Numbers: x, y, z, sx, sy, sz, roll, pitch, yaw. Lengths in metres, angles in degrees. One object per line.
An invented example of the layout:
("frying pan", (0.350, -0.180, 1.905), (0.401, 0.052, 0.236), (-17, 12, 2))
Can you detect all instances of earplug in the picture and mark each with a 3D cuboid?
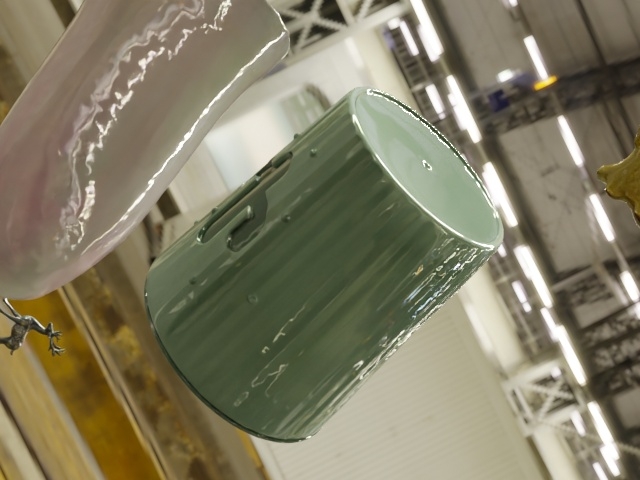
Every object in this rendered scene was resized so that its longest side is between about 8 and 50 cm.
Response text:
("earplug", (-0.178, -0.087, 0.853), (0.172, 0.301, 0.172), (32, -12, 8))

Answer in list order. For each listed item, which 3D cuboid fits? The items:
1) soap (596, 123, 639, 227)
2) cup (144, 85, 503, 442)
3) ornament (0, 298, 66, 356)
("soap", (0.515, -0.024, 1.308), (0.281, 0.143, 0.259), (14, 28, -47))
("cup", (-0.015, -0.002, 1.373), (0.310, 0.392, 0.401), (14, 40, -49))
("ornament", (-0.456, 0.148, 1.656), (0.125, 0.073, 0.028), (30, -6, -10))
